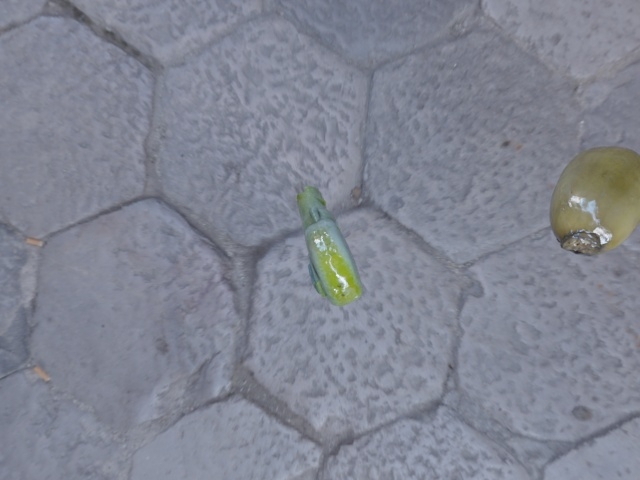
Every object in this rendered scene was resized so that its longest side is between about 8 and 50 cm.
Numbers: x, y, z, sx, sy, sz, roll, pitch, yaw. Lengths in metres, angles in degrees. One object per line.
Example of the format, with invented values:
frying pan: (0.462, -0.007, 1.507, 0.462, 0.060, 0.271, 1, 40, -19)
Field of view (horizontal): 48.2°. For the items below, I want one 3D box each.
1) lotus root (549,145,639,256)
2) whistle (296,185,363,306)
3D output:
lotus root: (0.456, -0.075, 1.153, 0.146, 0.303, 0.131, 32, 132, 17)
whistle: (0.000, 0.000, 0.877, 0.057, 0.198, 0.104, -23, 129, -1)
